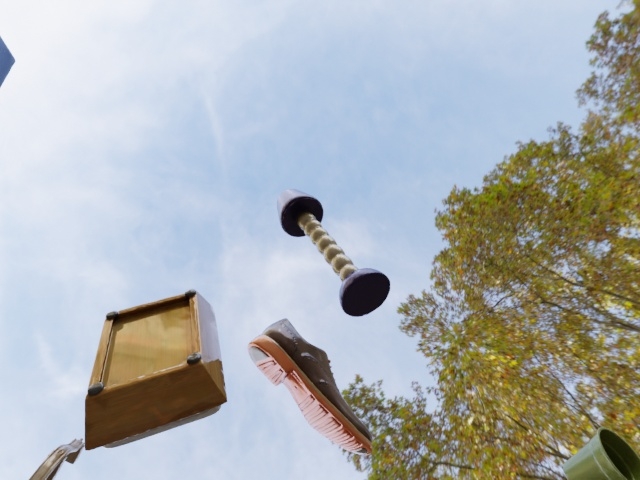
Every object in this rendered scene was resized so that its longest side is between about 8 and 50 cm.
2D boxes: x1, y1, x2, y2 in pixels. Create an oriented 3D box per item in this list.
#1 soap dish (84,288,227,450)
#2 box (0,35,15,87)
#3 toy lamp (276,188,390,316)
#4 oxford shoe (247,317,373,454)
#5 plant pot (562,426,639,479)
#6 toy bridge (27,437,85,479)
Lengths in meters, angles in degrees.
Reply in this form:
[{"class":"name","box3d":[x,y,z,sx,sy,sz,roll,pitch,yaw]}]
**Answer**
[{"class":"soap dish","box3d":[-0.311,0.222,0.773,0.228,0.118,0.291,-14,-152,-13]},{"class":"box","box3d":[-0.410,-0.147,0.260,0.182,0.294,0.296,7,-116,-7]},{"class":"toy lamp","box3d":[0.000,0.000,0.607,0.080,0.080,0.275,-43,-141,5]},{"class":"oxford shoe","box3d":[0.001,0.331,0.938,0.364,0.132,0.130,47,-42,4]},{"class":"plant pot","box3d":[0.384,0.315,0.556,0.083,0.083,0.079,50,-55,22]},{"class":"toy bridge","box3d":[-0.414,0.353,0.621,0.026,0.188,0.063,28,-91,-5]}]
